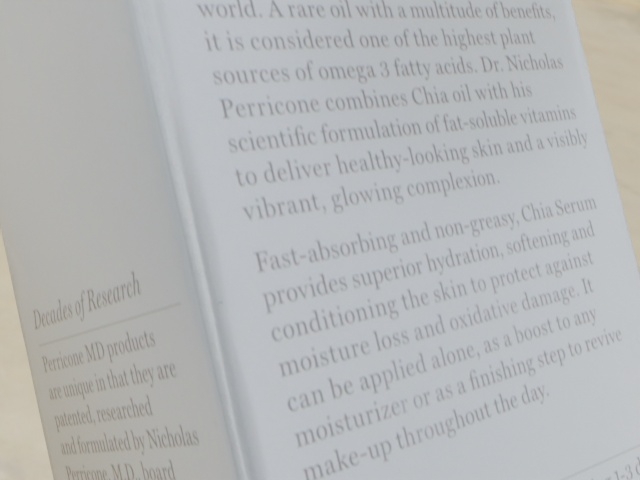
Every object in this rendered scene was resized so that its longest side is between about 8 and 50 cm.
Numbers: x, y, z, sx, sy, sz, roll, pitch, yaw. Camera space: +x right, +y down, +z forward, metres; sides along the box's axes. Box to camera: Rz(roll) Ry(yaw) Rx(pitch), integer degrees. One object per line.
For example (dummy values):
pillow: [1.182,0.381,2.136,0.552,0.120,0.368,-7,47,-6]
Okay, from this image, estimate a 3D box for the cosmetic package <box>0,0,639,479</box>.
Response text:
cosmetic package: [0.000,0.000,0.443,0.230,0.453,0.162,-9,-5,-39]
